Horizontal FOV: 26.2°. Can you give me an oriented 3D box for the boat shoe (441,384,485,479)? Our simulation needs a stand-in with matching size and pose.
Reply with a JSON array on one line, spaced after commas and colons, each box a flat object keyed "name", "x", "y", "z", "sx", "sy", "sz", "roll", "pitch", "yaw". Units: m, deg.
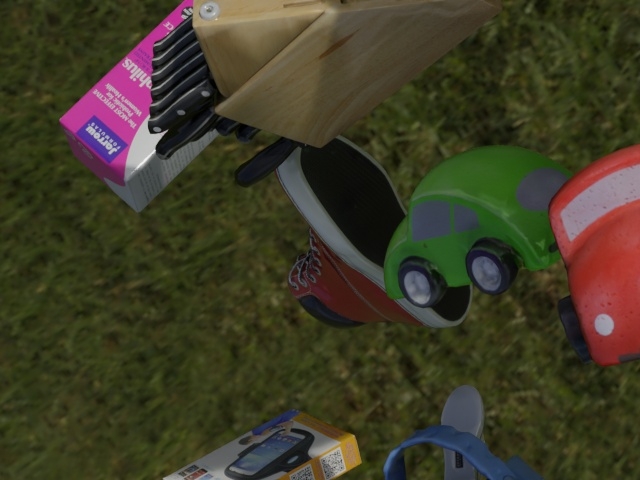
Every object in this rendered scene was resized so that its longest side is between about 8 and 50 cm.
[{"name": "boat shoe", "x": 0.121, "y": 0.171, "z": 1.143, "sx": 0.035, "sy": 0.035, "sz": 0.100, "roll": -4, "pitch": 72, "yaw": 15}]

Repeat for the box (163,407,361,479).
[{"name": "box", "x": -0.048, "y": 0.169, "z": 0.990, "sx": 0.081, "sy": 0.136, "sz": 0.028, "roll": 14, "pitch": 122, "yaw": 54}]

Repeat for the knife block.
[{"name": "knife block", "x": -0.001, "y": -0.129, "z": 1.010, "sx": 0.276, "sy": 0.242, "sz": 0.088, "roll": -5, "pitch": 63, "yaw": 9}]

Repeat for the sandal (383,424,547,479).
[{"name": "sandal", "x": 0.164, "y": 0.220, "z": 1.048, "sx": 0.126, "sy": 0.317, "sz": 0.138, "roll": -47, "pitch": 39, "yaw": 31}]

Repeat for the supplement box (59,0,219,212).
[{"name": "supplement box", "x": -0.175, "y": -0.156, "z": 1.569, "sx": 0.111, "sy": 0.220, "sz": 0.114, "roll": 41, "pitch": 168, "yaw": 11}]

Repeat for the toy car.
[{"name": "toy car", "x": 0.100, "y": -0.021, "z": 0.514, "sx": 0.225, "sy": 0.239, "sz": 0.053, "roll": -15, "pitch": 103, "yaw": 49}]

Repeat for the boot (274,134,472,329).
[{"name": "boot", "x": 0.000, "y": 0.000, "z": 1.230, "sx": 0.176, "sy": 0.088, "sz": 0.244, "roll": -6, "pitch": 138, "yaw": 44}]
